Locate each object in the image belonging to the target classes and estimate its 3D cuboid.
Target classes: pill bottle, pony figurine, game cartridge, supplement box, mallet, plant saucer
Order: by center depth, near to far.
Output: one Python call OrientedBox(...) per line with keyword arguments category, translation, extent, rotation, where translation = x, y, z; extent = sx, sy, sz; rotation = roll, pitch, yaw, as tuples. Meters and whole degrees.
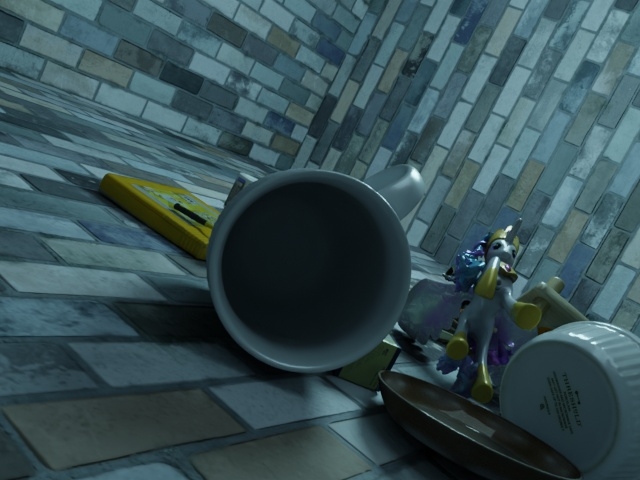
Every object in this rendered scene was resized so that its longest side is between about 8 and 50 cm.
OrientedBox(category="plant saucer", translation=(0.216, 0.278, 0.954), extent=(0.311, 0.050, 0.310), rotation=(25, 0, 0))
OrientedBox(category="supplement box", translation=(0.070, 0.183, 1.064), extent=(0.083, 0.083, 0.056), rotation=(24, 10, -14))
OrientedBox(category="mallet", translation=(-0.228, -0.031, 1.337), extent=(0.190, 0.039, 0.062), rotation=(27, 6, 17))
OrientedBox(category="pony figurine", translation=(0.325, 0.154, 1.340), extent=(0.303, 0.350, 0.363), rotation=(23, 27, 5))
OrientedBox(category="game cartridge", translation=(-0.279, -0.041, 1.462), extent=(0.324, 0.052, 0.285), rotation=(30, 9, 24))
OrientedBox(category="pill bottle", translation=(-0.208, -0.103, 1.749), extent=(0.078, 0.137, 0.078), rotation=(27, 9, -5))

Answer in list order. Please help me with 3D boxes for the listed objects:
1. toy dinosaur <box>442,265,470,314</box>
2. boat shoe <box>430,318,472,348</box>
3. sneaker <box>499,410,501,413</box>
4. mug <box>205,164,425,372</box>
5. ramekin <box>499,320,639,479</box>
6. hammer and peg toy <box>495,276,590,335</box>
OrientedBox(category="toy dinosaur", translation=(0.422, 0.189, 1.916), extent=(0.218, 0.164, 0.322), rotation=(46, -8, 15))
OrientedBox(category="boat shoe", translation=(0.368, 0.229, 1.639), extent=(0.258, 0.095, 0.095), rotation=(26, 9, -5))
OrientedBox(category="sneaker", translation=(0.394, 0.328, 1.290), extent=(0.070, 0.050, 0.134), rotation=(32, 13, 19))
OrientedBox(category="mug", translation=(0.000, 0.000, 1.040), extent=(0.276, 0.374, 0.328), rotation=(55, -6, -10))
OrientedBox(category="ramekin", translation=(0.413, 0.264, 1.067), extent=(0.127, 0.272, 0.273), rotation=(5, 20, -38))
OrientedBox(category="hammer and peg toy", translation=(0.585, 0.258, 1.516), extent=(0.361, 0.127, 0.266), rotation=(42, -26, 9))
